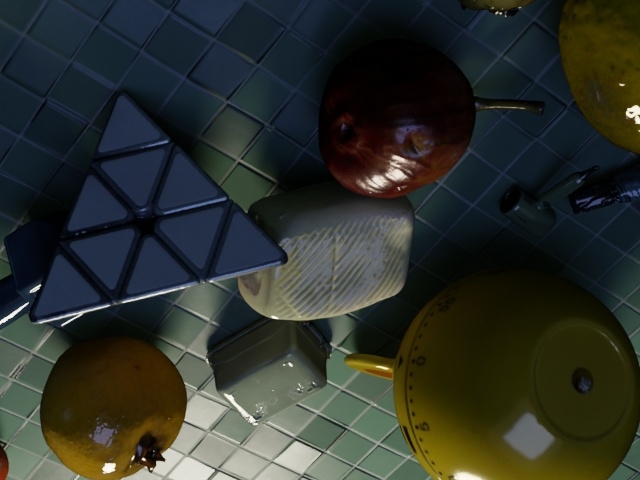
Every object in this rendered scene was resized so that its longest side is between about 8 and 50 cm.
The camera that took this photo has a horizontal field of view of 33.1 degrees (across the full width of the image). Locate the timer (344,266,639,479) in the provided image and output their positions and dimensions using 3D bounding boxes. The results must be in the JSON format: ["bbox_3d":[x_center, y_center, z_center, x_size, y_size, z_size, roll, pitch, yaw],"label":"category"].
[{"bbox_3d":[0.254,0.215,1.521,0.376,0.376,0.387,19,164,-19],"label":"timer"}]

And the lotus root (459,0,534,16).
[{"bbox_3d":[0.170,-0.382,1.170,0.160,0.152,0.274,-19,132,9],"label":"lotus root"}]

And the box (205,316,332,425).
[{"bbox_3d":[-0.073,0.192,1.583,0.172,0.092,0.124,-31,123,15],"label":"box"}]

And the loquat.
[{"bbox_3d":[-0.295,0.238,1.521,0.208,0.208,0.208,-3,126,-5],"label":"loquat"}]

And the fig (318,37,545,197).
[{"bbox_3d":[0.119,-0.160,1.330,0.250,0.186,0.203,-25,163,-41],"label":"fig"}]

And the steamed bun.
[{"bbox_3d":[0.000,0.000,1.427,0.239,0.152,0.169,-12,125,-29],"label":"steamed bun"}]

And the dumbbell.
[{"bbox_3d":[-0.439,0.093,1.439,0.325,0.160,0.144,-31,92,15],"label":"dumbbell"}]

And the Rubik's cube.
[{"bbox_3d":[-0.207,0.000,1.346,0.228,0.228,0.233,26,115,-27],"label":"Rubik's cube"}]

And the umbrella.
[{"bbox_3d":[0.464,-0.087,1.474,0.251,0.052,0.053,-13,81,4],"label":"umbrella"}]

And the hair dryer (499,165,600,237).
[{"bbox_3d":[0.319,-0.062,1.456,0.071,0.047,0.150,31,136,-24],"label":"hair dryer"}]

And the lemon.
[{"bbox_3d":[0.400,-0.235,1.246,0.254,0.253,0.310,-24,122,10],"label":"lemon"}]

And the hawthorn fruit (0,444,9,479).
[{"bbox_3d":[-0.531,0.350,1.628,0.125,0.140,0.125,-12,111,-33],"label":"hawthorn fruit"}]
